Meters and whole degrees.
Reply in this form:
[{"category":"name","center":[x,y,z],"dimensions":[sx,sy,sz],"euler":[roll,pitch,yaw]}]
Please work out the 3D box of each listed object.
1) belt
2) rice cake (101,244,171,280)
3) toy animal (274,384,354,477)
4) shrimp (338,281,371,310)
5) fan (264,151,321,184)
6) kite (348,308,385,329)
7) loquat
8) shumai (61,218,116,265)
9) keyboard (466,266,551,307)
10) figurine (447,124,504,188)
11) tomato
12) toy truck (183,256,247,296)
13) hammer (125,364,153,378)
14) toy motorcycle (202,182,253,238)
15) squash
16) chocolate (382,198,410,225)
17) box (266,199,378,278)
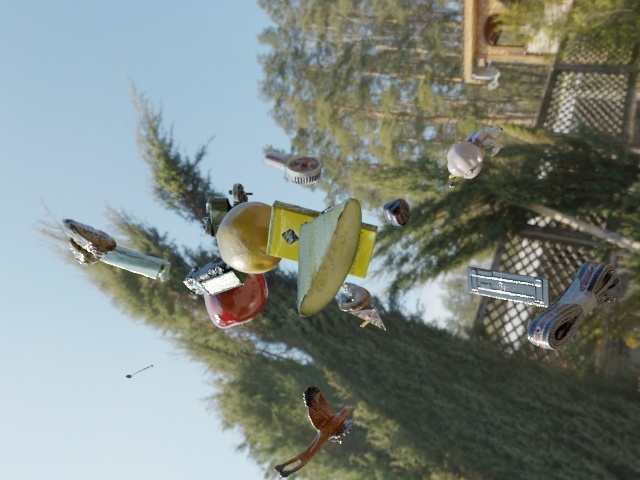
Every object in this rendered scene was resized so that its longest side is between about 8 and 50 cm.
[{"category":"belt","center":[0.765,0.195,1.537],"dimensions":[0.359,0.094,0.126],"euler":[-36,-68,-20]},{"category":"rice cake","center":[-0.659,0.060,1.733],"dimensions":[0.063,0.335,0.066],"euler":[-40,-33,-66]},{"category":"toy animal","center":[0.013,0.710,1.809],"dimensions":[0.284,0.225,0.302],"euler":[-56,-36,-2]},{"category":"shrimp","center":[0.139,0.249,2.290],"dimensions":[0.150,0.249,0.068],"euler":[-26,-69,-7]},{"category":"fan","center":[-0.107,-0.277,1.882],"dimensions":[0.130,0.244,0.074],"euler":[-39,-39,-41]},{"category":"kite","center":[0.220,0.358,2.326],"dimensions":[0.010,0.189,0.159],"euler":[-61,-5,-41]},{"category":"loquat","center":[-0.180,-0.012,1.495],"dimensions":[0.213,0.245,0.214],"euler":[29,-124,-53]},{"category":"shumai","center":[-0.580,0.007,1.263],"dimensions":[0.123,0.139,0.105],"euler":[34,-118,-68]},{"category":"keyboard","center":[0.397,0.097,1.091],"dimensions":[0.013,0.204,0.061],"euler":[-12,-79,-32]},{"category":"figurine","center":[0.455,-0.262,1.533],"dimensions":[0.229,0.137,0.112],"euler":[-46,-67,-8]},{"category":"tomato","center":[-0.388,0.233,2.315],"dimensions":[0.325,0.292,0.290],"euler":[-149,38,-73]},{"category":"toy truck","center":[-0.431,0.147,2.083],"dimensions":[0.121,0.258,0.088],"euler":[55,-147,-25]},{"category":"hammer","center":[-0.636,0.460,1.794],"dimensions":[0.029,0.122,0.014],"euler":[27,-140,-58]},{"category":"toy motorcycle","center":[-0.391,-0.117,2.123],"dimensions":[0.127,0.205,0.276],"euler":[-79,-9,-62]},{"category":"squash","center":[0.034,0.048,1.152],"dimensions":[0.093,0.169,0.252],"euler":[32,-138,-35]},{"category":"chocolate","center":[0.366,-0.145,2.432],"dimensions":[0.125,0.149,0.080],"euler":[-42,-53,-1]},{"category":"box","center":[0.001,0.000,1.335],"dimensions":[0.041,0.278,0.153],"euler":[-67,-11,-56]}]
